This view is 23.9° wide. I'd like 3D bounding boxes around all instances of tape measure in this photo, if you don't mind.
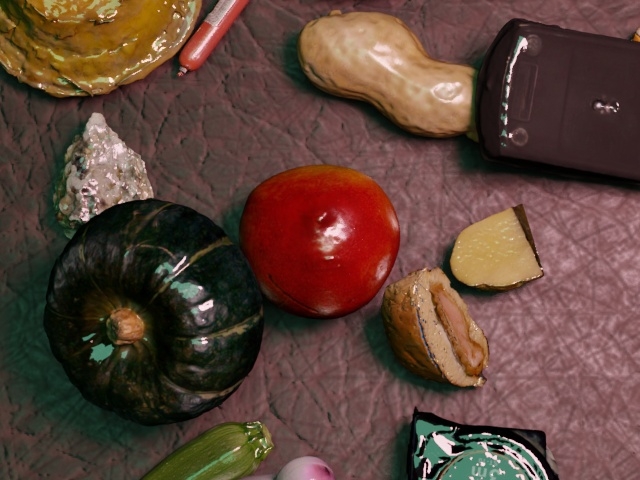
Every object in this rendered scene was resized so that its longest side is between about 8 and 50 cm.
[{"bbox_3d":[0.177,0.291,1.694,0.182,0.107,0.181,11,78,3],"label":"tape measure"}]

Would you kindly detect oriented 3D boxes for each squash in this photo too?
[{"bbox_3d":[-0.151,0.276,1.717,0.219,0.068,0.077,-35,64,-5],"label":"squash"},{"bbox_3d":[-0.182,0.080,1.670,0.252,0.165,0.252,12,117,24],"label":"squash"}]

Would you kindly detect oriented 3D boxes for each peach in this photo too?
[{"bbox_3d":[0.000,0.000,1.699,0.197,0.197,0.197,0,81,0],"label":"peach"}]

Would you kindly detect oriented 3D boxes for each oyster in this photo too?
[{"bbox_3d":[-0.256,-0.052,1.778,0.125,0.064,0.177,-34,84,-9],"label":"oyster"}]

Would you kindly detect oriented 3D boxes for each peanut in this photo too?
[{"bbox_3d":[0.095,-0.192,1.777,0.263,0.101,0.117,29,102,5],"label":"peanut"}]

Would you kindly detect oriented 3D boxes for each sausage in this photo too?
[{"bbox_3d":[-0.098,-0.300,1.830,0.034,0.034,0.253,34,82,6],"label":"sausage"}]

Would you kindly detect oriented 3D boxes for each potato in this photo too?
[{"bbox_3d":[0.201,0.020,1.760,0.103,0.066,0.096,-14,66,3],"label":"potato"}]

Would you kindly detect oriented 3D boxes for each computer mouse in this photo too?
[{"bbox_3d":[0.304,-0.157,1.754,0.269,0.100,0.170,9,89,-20],"label":"computer mouse"}]

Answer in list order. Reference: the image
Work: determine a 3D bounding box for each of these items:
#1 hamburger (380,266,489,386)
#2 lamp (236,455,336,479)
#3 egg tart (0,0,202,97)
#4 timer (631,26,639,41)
[{"bbox_3d":[0.113,0.109,1.722,0.102,0.176,0.087,-7,46,36],"label":"hamburger"},{"bbox_3d":[-0.089,0.376,1.612,0.301,0.247,0.247,-19,123,-6],"label":"lamp"},{"bbox_3d":[-0.281,-0.316,1.794,0.294,0.116,0.295,0,80,2],"label":"egg tart"},{"bbox_3d":[0.428,-0.260,1.790,0.152,0.132,0.132,-39,82,16],"label":"timer"}]
